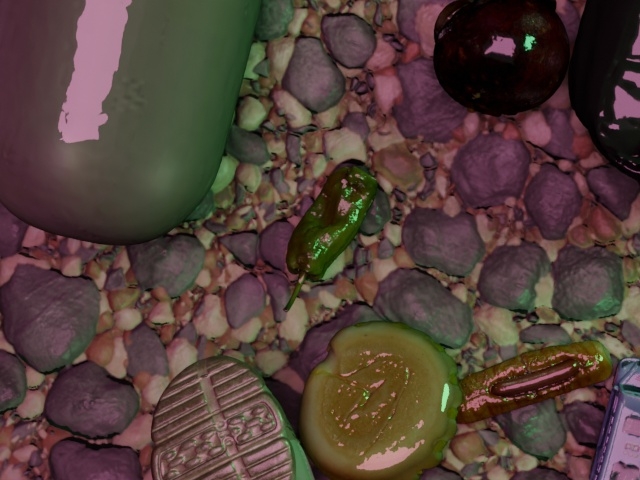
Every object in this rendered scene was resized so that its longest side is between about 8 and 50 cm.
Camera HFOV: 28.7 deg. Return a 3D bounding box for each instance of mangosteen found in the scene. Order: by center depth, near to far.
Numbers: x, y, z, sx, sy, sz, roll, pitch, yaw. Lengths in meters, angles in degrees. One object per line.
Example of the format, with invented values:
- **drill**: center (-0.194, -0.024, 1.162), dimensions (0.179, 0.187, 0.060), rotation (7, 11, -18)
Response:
- **mangosteen**: center (0.221, -0.238, 1.498), dimensions (0.172, 0.172, 0.184), rotation (22, 74, 10)

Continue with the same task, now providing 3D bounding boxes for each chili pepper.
- **chili pepper**: center (-0.002, -0.002, 1.576), dimensions (0.072, 0.073, 0.204), rotation (30, 83, 27)

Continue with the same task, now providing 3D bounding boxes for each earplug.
- **earplug**: center (-0.246, -0.193, 1.503), dimensions (0.313, 0.312, 0.394), rotation (12, 93, 10)

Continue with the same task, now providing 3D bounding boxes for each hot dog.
- **hot dog**: center (0.252, 0.172, 1.539), dimensions (0.216, 0.047, 0.066), rotation (-18, 83, 9)

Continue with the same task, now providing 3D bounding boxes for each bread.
- **bread**: center (0.076, 0.205, 1.530), dimensions (0.213, 0.105, 0.213), rotation (-6, 65, 13)

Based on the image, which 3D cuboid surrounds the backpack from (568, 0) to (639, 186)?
- **backpack**: center (0.516, -0.197, 1.392), dimensions (0.446, 0.255, 0.363), rotation (13, 100, -6)

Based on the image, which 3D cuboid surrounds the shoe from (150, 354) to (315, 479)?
- **shoe**: center (-0.086, 0.308, 1.521), dimensions (0.172, 0.198, 0.351), rotation (-16, 89, 8)

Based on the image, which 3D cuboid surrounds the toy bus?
- **toy bus**: center (0.377, 0.227, 1.501), dimensions (0.073, 0.076, 0.167), rotation (14, 92, 10)
